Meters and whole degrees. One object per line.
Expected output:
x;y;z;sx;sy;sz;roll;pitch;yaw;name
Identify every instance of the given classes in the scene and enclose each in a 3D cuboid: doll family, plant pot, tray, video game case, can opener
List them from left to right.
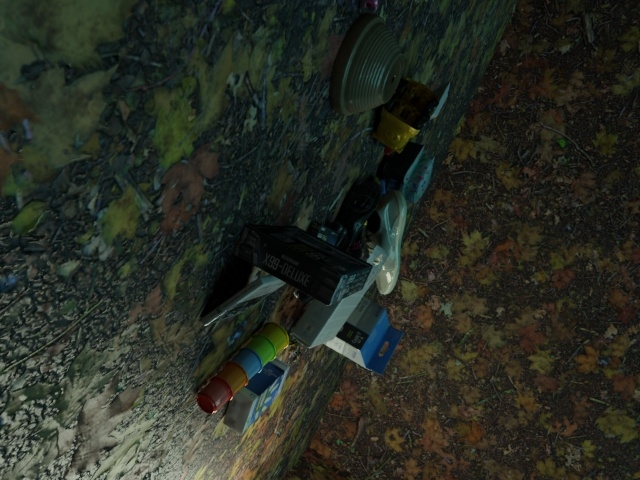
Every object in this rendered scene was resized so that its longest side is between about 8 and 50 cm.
-0.157;0.126;1.098;0.173;0.022;0.190;-36;171;16;video game case
-0.074;0.343;1.759;0.193;0.076;0.111;-59;159;-27;doll family
0.004;0.073;1.551;0.280;0.093;0.074;-61;152;-7;can opener
0.126;-0.403;1.151;0.237;0.110;0.237;-54;161;-29;plant pot
0.367;-0.460;1.722;0.145;0.030;0.270;-62;-165;-10;tray

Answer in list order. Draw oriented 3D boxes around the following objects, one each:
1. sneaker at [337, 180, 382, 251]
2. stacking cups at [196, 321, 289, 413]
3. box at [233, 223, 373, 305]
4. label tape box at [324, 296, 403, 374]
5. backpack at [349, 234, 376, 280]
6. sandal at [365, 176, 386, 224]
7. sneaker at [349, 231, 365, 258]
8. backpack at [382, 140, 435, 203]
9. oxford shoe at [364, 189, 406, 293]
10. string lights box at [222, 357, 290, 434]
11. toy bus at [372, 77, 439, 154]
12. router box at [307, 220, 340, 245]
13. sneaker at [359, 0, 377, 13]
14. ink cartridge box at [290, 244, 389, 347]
0.113;-0.079;1.666;0.286;0.109;0.130;-54;171;1;sneaker
-0.204;0.349;1.313;0.316;0.096;0.096;-44;155;-50;stacking cups
-0.025;0.048;1.139;0.076;0.242;0.307;-66;163;8;box
0.159;0.365;2.022;0.249;0.347;0.115;-51;159;-39;label tape box
0.215;0.076;2.034;0.166;0.188;0.144;-58;165;-17;backpack
0.240;-0.136;1.886;0.126;0.138;0.317;-58;161;-14;sandal
0.126;-0.003;1.775;0.075;0.063;0.170;-59;145;-66;sneaker
0.342;-0.256;1.949;0.225;0.191;0.253;-57;168;-26;backpack
0.228;0.015;1.813;0.169;0.130;0.449;-115;-160;-52;oxford shoe
-0.205;0.499;1.581;0.259;0.077;0.133;-26;138;-65;string lights box
0.267;-0.389;1.586;0.220;0.149;0.211;-56;176;-35;toy bus
0.000;0.000;1.459;0.122;0.038;0.092;22;94;-58;router box
0.112;-0.544;1.014;0.119;0.047;0.057;101;14;-63;sneaker
0.077;0.171;1.624;0.385;0.091;0.308;-57;163;3;ink cartridge box
